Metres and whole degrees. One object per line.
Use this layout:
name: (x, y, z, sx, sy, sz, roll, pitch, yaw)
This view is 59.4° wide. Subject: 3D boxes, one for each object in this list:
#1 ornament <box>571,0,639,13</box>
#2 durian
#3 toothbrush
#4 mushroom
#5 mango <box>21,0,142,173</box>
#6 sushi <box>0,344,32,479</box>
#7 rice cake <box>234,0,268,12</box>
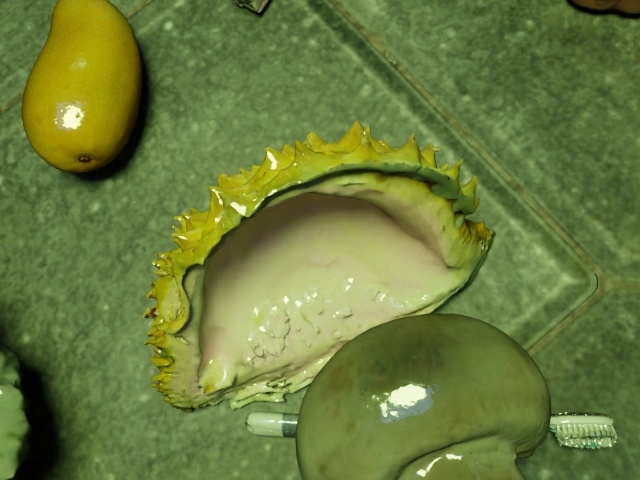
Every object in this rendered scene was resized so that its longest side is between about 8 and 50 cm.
ornament: (0.277, -0.309, 0.432, 0.235, 0.217, 0.221, -25, 76, -1)
durian: (-0.012, 0.000, 0.406, 0.305, 0.196, 0.186, -19, 69, 3)
toothbrush: (0.082, 0.149, 0.443, 0.288, 0.026, 0.024, -1, 118, 6)
mushroom: (0.067, 0.116, 0.393, 0.188, 0.117, 0.141, -23, 38, -6)
mango: (-0.212, -0.147, 0.513, 0.102, 0.085, 0.184, -5, 66, 8)
sushi: (-0.375, 0.156, 0.325, 0.417, 0.417, 0.176, 54, 128, 14)
rice cake: (-0.029, -0.318, 0.552, 0.036, 0.047, 0.207, 26, 80, 17)
